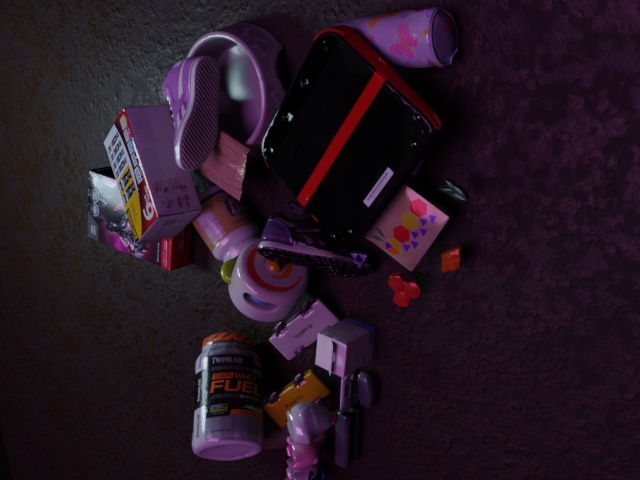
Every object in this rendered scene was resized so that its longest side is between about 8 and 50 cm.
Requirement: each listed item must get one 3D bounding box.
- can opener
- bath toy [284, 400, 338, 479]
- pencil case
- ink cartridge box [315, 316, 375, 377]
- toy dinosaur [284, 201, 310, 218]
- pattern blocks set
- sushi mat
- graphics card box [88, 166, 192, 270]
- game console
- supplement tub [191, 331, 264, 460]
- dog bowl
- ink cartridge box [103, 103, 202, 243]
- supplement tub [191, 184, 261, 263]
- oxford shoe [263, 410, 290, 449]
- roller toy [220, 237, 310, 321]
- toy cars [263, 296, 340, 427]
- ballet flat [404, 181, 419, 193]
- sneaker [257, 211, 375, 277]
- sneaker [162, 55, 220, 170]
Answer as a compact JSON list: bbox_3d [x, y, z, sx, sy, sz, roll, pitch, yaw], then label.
[{"bbox_3d":[0.090,0.460,1.734,0.095,0.076,0.283,16,114,37],"label":"can opener"},{"bbox_3d":[-0.026,0.533,1.760,0.151,0.129,0.348,-118,23,-44],"label":"bath toy"},{"bbox_3d":[0.145,-0.403,1.395,0.273,0.113,0.124,4,125,40],"label":"pencil case"},{"bbox_3d":[0.056,0.262,1.654,0.090,0.143,0.092,19,115,35],"label":"ink cartridge box"},{"bbox_3d":[-0.057,-0.075,1.718,0.082,0.047,0.090,14,124,57],"label":"toy dinosaur"},{"bbox_3d":[0.182,-0.030,1.455,0.285,0.026,0.325,45,130,7],"label":"pattern blocks set"},{"bbox_3d":[-0.297,-0.236,1.749,0.316,0.019,0.151,34,128,29],"label":"sushi mat"},{"bbox_3d":[-0.558,-0.073,2.078,0.371,0.094,0.233,20,114,28],"label":"graphics card box"},{"bbox_3d":[0.045,-0.214,1.434,0.342,0.060,0.386,48,131,16],"label":"game console"},{"bbox_3d":[-0.254,0.427,1.867,0.193,0.193,0.316,-38,46,41],"label":"supplement tub"},{"bbox_3d":[-0.218,-0.374,1.720,0.348,0.102,0.349,13,111,36],"label":"dog bowl"},{"bbox_3d":[-0.465,-0.162,1.821,0.272,0.130,0.309,-35,72,52],"label":"ink cartridge box"},{"bbox_3d":[-0.252,-0.036,1.823,0.200,0.144,0.144,54,130,14],"label":"supplement tub"},{"bbox_3d":[-0.176,0.561,1.949,0.363,0.132,0.130,-25,86,40],"label":"oxford shoe"},{"bbox_3d":[-0.126,0.095,1.710,0.191,0.209,0.146,60,147,22],"label":"roller toy"},{"bbox_3d":[-0.048,0.317,1.797,0.176,0.087,0.394,9,110,8],"label":"toy cars"},{"bbox_3d":[0.114,-0.120,1.531,0.247,0.083,0.087,10,111,31],"label":"ballet flat"},{"bbox_3d":[0.000,0.000,1.621,0.283,0.124,0.107,14,158,3],"label":"sneaker"},{"bbox_3d":[-0.336,-0.316,1.691,0.161,0.102,0.282,11,90,42],"label":"sneaker"}]
